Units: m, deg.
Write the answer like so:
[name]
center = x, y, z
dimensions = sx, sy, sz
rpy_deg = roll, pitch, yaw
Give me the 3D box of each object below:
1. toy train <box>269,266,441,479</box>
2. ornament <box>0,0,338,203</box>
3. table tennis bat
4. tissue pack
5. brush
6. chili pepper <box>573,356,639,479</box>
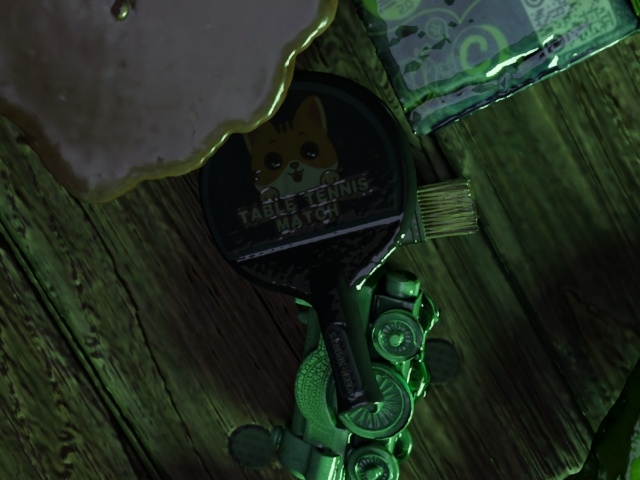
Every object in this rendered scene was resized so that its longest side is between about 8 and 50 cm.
[toy train]
center = 0.023, 0.101, 1.157
dimensions = 0.104, 0.071, 0.178
rpy_deg = 12, 108, 8
[ornament]
center = -0.103, -0.157, 0.998
dimensions = 0.235, 0.217, 0.221
rpy_deg = 6, 109, 2
[table tennis bat]
center = 0.000, 0.000, 1.104
dimensions = 0.150, 0.027, 0.236
rpy_deg = -15, 82, 9
[tissue pack]
center = 0.087, -0.204, 1.040
dimensions = 0.173, 0.073, 0.236
rpy_deg = -26, 105, 6
[brush]
center = 0.026, -0.011, 1.146
dimensions = 0.169, 0.014, 0.043
rpy_deg = -10, 106, 8
[chili pepper]
center = 0.216, 0.181, 1.172
dimensions = 0.085, 0.076, 0.359
rpy_deg = 37, 110, 18
